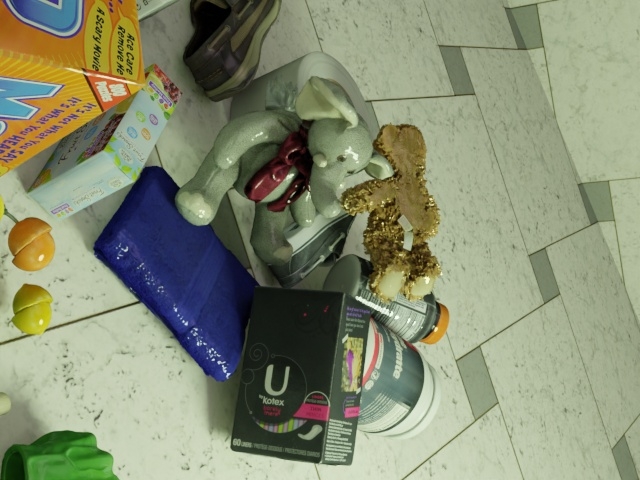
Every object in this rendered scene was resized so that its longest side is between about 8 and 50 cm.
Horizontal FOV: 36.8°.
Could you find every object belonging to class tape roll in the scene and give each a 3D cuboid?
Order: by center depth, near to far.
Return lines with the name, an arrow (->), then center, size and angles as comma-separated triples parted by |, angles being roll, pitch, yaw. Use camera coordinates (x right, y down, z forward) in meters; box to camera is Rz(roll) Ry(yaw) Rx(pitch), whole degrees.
tape roll -> -0.032, -0.221, 1.856 | 0.246, 0.169, 0.246 | 32, 49, -46

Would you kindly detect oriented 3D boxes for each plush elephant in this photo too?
plush elephant -> -0.024, -0.126, 1.570 | 0.272, 0.255, 0.330 | 40, 62, -46

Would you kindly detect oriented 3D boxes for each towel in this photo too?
towel -> -0.222, 0.053, 1.536 | 0.308, 0.076, 0.227 | 54, 29, -24

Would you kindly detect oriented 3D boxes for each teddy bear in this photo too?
teddy bear -> 0.136, -0.045, 1.793 | 0.245, 0.113, 0.338 | -20, 96, -36

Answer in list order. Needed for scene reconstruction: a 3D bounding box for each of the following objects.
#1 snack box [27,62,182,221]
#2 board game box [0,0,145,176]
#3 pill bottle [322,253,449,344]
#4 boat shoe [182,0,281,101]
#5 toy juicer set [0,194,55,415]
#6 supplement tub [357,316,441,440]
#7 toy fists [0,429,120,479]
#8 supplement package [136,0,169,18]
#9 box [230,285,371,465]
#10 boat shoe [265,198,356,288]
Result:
snack box -> -0.311, -0.143, 1.399 | 0.070, 0.174, 0.207 | 48, 40, -27
board game box -> -0.451, -0.294, 1.029 | 0.356, 0.356, 0.356 | 5, 71, -46
pill bottle -> 0.134, 0.126, 1.874 | 0.246, 0.130, 0.130 | 24, 53, -28
boat shoe -> -0.167, -0.422, 1.794 | 0.130, 0.132, 0.355 | 43, 41, -37
toy juicer set -> -0.434, 0.100, 1.192 | 0.209, 0.089, 0.329 | 35, 68, -60
supplement tub -> 0.081, 0.246, 1.766 | 0.272, 0.191, 0.191 | 36, 47, -42
toy fists -> -0.320, 0.380, 1.203 | 0.142, 0.096, 0.279 | 8, 69, -43
supplement package -> -0.335, -0.499, 1.541 | 0.293, 0.175, 0.177 | 62, 35, -14
box -> -0.028, 0.221, 1.566 | 0.143, 0.165, 0.270 | 34, 61, -64
boat shoe -> 0.000, 0.000, 1.851 | 0.301, 0.108, 0.102 | -39, 107, -53
